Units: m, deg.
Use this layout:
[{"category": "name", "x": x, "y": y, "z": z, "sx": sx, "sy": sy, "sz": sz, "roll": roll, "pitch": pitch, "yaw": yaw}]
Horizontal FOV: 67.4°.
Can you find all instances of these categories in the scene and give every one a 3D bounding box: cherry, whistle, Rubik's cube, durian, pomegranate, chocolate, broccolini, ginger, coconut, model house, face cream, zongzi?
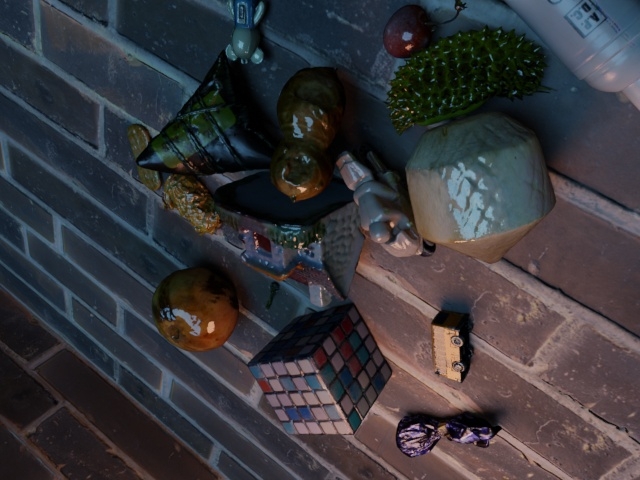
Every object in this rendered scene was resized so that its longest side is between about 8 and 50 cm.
[{"category": "cherry", "x": 0.210, "y": -0.454, "z": 0.990, "sx": 0.226, "sy": 0.090, "sz": 0.106, "roll": -20, "pitch": 64, "yaw": 56}, {"category": "whistle", "x": -0.190, "y": -0.576, "z": 1.230, "sx": 0.114, "sy": 0.077, "sz": 0.235, "roll": 15, "pitch": 118, "yaw": 17}, {"category": "Rubik's cube", "x": 0.002, "y": 0.411, "z": 1.522, "sx": 0.293, "sy": 0.287, "sz": 0.291, "roll": -23, "pitch": 101, "yaw": 40}, {"category": "durian", "x": 0.282, "y": -0.328, "z": 1.010, "sx": 0.352, "sy": 0.169, "sz": 0.158, "roll": -13, "pitch": 82, "yaw": 37}, {"category": "pomegranate", "x": -0.455, "y": 0.252, "z": 1.753, "sx": 0.322, "sy": 0.322, "sz": 0.321, "roll": 17, "pitch": 124, "yaw": 27}, {"category": "chocolate", "x": 0.398, "y": 0.584, "z": 1.472, "sx": 0.149, "sy": 0.126, "sz": 0.343, "roll": 28, "pitch": 140, "yaw": -34}, {"category": "broccolini", "x": -0.178, "y": 0.196, "z": 1.701, "sx": 0.035, "sy": 0.030, "sz": 0.139, "roll": 43, "pitch": 137, "yaw": 18}, {"category": "ginger", "x": -0.024, "y": -0.260, "z": 1.158, "sx": 0.153, "sy": 0.274, "sz": 0.357, "roll": 9, "pitch": 90, "yaw": 5}, {"category": "coconut", "x": 0.327, "y": -0.097, "z": 1.006, "sx": 0.329, "sy": 0.329, "sz": 0.328, "roll": 17, "pitch": 124, "yaw": 27}, {"category": "model house", "x": -0.090, "y": 0.014, "z": 1.341, "sx": 0.361, "sy": 0.297, "sz": 0.338, "roll": 19, "pitch": 128, "yaw": 33}, {"category": "face cream", "x": 0.494, "y": -0.353, "z": 0.832, "sx": 0.369, "sy": 0.145, "sz": 0.145, "roll": 48, "pitch": 132, "yaw": 3}, {"category": "zongzi", "x": -0.266, "y": -0.265, "z": 1.370, "sx": 0.383, "sy": 0.319, "sz": 0.362, "roll": -43, "pitch": 85, "yaw": 24}]

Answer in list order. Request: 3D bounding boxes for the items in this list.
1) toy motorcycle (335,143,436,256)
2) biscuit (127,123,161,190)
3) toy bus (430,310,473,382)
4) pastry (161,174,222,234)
[{"category": "toy motorcycle", "x": 0.160, "y": -0.080, "z": 1.175, "sx": 0.108, "sy": 0.223, "sz": 0.340, "roll": -32, "pitch": 93, "yaw": 39}, {"category": "biscuit", "x": -0.636, "y": -0.295, "z": 1.728, "sx": 0.119, "sy": 0.029, "sz": 0.246, "roll": 9, "pitch": 120, "yaw": 31}, {"category": "toy bus", "x": 0.363, "y": 0.295, "z": 1.336, "sx": 0.103, "sy": 0.091, "sz": 0.181, "roll": 7, "pitch": 117, "yaw": 34}, {"category": "pastry", "x": -0.443, "y": -0.130, "z": 1.641, "sx": 0.250, "sy": 0.102, "sz": 0.154, "roll": 45, "pitch": 133, "yaw": 2}]
